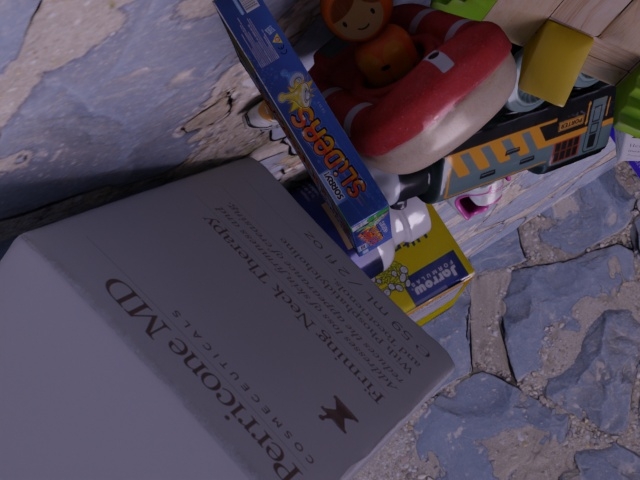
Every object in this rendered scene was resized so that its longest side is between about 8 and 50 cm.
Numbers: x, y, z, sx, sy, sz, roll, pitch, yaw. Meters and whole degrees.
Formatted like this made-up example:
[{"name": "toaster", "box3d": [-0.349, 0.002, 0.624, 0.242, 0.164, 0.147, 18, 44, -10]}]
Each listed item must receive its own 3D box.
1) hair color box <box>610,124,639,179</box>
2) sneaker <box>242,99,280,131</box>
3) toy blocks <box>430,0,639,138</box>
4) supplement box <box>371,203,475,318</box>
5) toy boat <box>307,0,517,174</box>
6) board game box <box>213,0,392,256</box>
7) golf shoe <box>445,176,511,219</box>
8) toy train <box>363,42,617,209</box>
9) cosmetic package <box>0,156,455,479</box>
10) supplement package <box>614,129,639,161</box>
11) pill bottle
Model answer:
[{"name": "hair color box", "box3d": [0.488, -0.161, 1.556, 0.110, 0.339, 0.185, -41, 166, 33]}, {"name": "sneaker", "box3d": [-0.046, -0.123, 1.093, 0.037, 0.032, 0.083, -22, 171, 31]}, {"name": "toy blocks", "box3d": [0.324, -0.236, 0.944, 0.261, 0.381, 0.191, 129, -21, -58]}, {"name": "supplement box", "box3d": [0.109, 0.052, 1.849, 0.194, 0.195, 0.356, -31, 170, -6]}, {"name": "toy boat", "box3d": [0.053, -0.158, 0.922, 0.151, 0.151, 0.231, -41, -149, -7]}, {"name": "board game box", "box3d": [-0.010, -0.090, 0.870, 0.035, 0.201, 0.136, -31, 169, -1]}, {"name": "golf shoe", "box3d": [0.225, -0.132, 1.502, 0.115, 0.140, 0.306, -26, 167, -20]}, {"name": "toy train", "box3d": [0.180, -0.142, 1.156, 0.334, 0.142, 0.190, -21, 134, -26]}, {"name": "cosmetic package", "box3d": [-0.137, 0.168, 1.092, 0.327, 0.329, 0.393, -49, 170, 27]}, {"name": "supplement package", "box3d": [0.459, -0.210, 1.324, 0.194, 0.149, 0.203, 0, 146, 7]}, {"name": "pill bottle", "box3d": [0.000, 0.000, 1.428, 0.264, 0.153, 0.153, -31, 169, -8]}]
